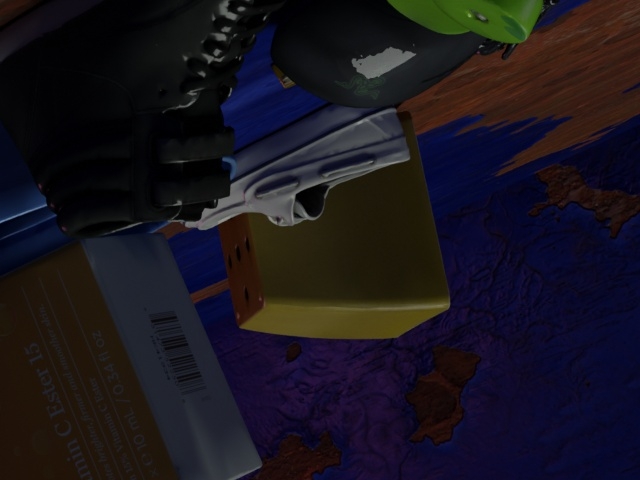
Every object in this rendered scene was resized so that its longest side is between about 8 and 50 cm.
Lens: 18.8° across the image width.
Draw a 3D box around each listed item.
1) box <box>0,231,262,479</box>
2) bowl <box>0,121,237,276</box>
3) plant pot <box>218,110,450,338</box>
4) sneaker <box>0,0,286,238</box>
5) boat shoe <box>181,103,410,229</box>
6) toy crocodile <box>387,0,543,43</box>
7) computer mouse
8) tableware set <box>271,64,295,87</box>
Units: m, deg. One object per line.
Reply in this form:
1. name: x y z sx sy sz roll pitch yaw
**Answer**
1. box: -0.259 0.159 1.542 0.345 0.215 0.168 -26 174 17
2. bowl: -0.253 -0.012 1.440 0.391 0.077 0.391 -23 175 -2
3. plant pot: 0.000 0.000 2.056 0.187 0.212 0.212 -9 171 -15
4. sneaker: -0.060 -0.097 1.063 0.296 0.147 0.104 -29 171 33
5. boat shoe: -0.028 -0.057 1.884 0.267 0.088 0.096 -26 174 25
6. toy crocodile: 0.101 -0.196 1.071 0.340 0.105 0.115 117 -2 -80
7. computer mouse: 0.090 -0.155 1.398 0.272 0.072 0.188 -17 160 -33
8. tableware set: 0.034 -0.161 1.514 0.154 0.024 0.104 -25 178 2
